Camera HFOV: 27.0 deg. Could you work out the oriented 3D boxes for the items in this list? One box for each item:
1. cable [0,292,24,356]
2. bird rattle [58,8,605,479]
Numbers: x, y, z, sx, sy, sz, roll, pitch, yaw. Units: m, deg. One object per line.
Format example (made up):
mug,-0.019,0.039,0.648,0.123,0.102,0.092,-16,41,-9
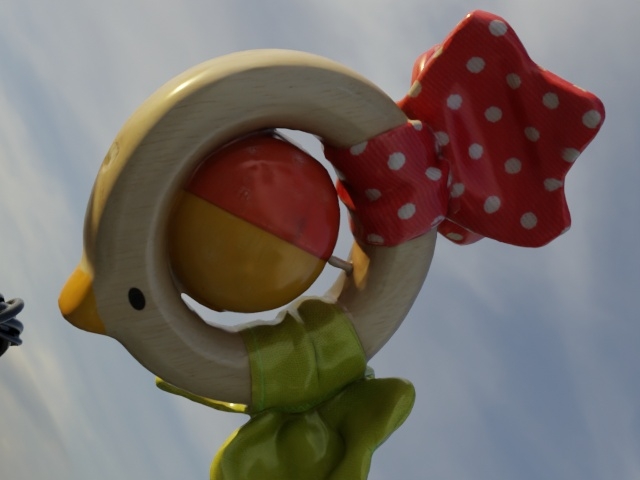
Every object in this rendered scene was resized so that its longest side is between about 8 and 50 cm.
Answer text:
cable,-0.258,0.080,0.800,0.047,0.184,0.150,47,-64,24
bird rattle,0.000,0.000,0.606,0.207,0.253,0.143,25,15,-30
